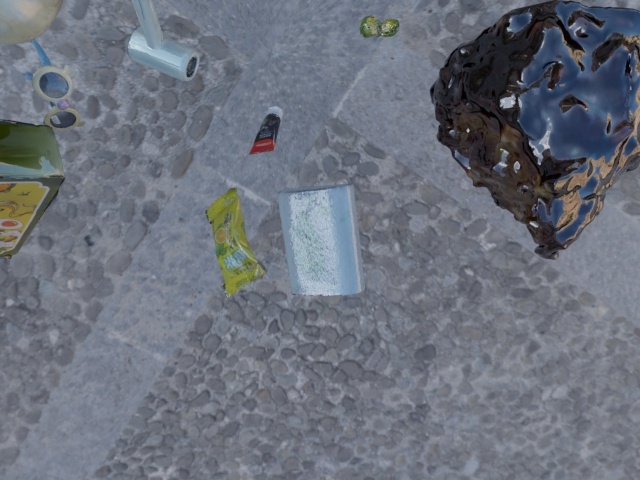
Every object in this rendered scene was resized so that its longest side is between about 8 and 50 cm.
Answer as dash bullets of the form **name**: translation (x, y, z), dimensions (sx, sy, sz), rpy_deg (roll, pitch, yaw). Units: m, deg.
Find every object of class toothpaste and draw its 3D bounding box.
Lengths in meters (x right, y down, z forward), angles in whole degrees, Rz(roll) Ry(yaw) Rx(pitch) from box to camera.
- **toothpaste**: translation (-0.140, -0.298, 1.298), dimensions (0.071, 0.193, 0.045), rpy_deg (-5, 135, 18)

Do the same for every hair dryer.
- **hair dryer**: translation (-0.314, -0.413, 0.903), dimensions (0.131, 0.236, 0.073), rpy_deg (23, 68, 3)

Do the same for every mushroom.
- **mushroom**: translation (-0.576, -0.495, 0.867), dimensions (0.254, 0.234, 0.260), rpy_deg (19, 102, 7)

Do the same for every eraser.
- **eraser**: translation (0.000, 0.000, 1.005), dimensions (0.174, 0.081, 0.226), rpy_deg (-3, 102, 26)

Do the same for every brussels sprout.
- **brussels sprout**: translation (0.128, -0.459, 1.027), dimensions (0.084, 0.051, 0.046), rpy_deg (11, 109, 6)

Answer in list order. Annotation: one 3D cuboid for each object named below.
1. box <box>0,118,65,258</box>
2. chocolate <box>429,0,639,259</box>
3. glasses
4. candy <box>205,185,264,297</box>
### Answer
- **box**: translation (-0.778, -0.082, 0.945), dimensions (0.420, 0.373, 0.138), rpy_deg (-31, 74, 38)
- **chocolate**: translation (0.199, -0.074, 0.447), dimensions (0.224, 0.207, 0.176), rpy_deg (33, 66, -50)
- **glasses**: translation (-0.680, -0.378, 1.132), dimensions (0.221, 0.088, 0.189), rpy_deg (38, 144, 12)
- **candy**: translation (-0.271, 0.003, 1.433), dimensions (0.187, 0.081, 0.297), rpy_deg (-33, 72, 38)
